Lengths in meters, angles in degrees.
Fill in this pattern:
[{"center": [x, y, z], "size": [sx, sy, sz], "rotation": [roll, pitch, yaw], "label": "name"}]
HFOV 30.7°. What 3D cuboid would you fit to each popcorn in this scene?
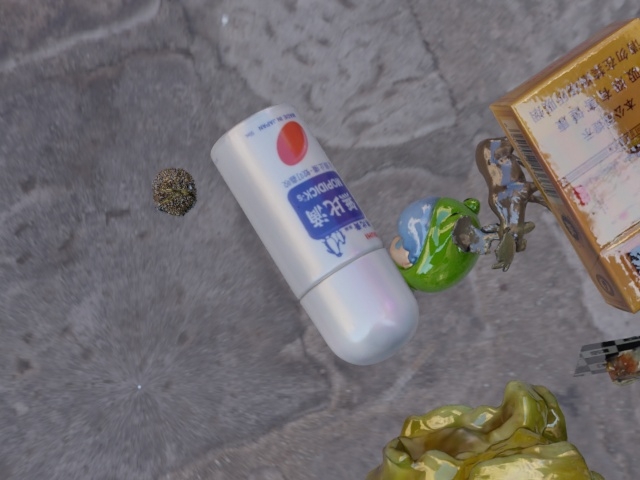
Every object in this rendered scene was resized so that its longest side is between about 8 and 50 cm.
[{"center": [0.176, 0.319, 1.216], "size": [0.292, 0.334, 0.293], "rotation": [-16, 121, -11], "label": "popcorn"}]

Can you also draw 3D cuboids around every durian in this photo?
[{"center": [-0.233, -0.079, 1.837], "size": [0.080, 0.091, 0.080], "rotation": [-14, 121, -26], "label": "durian"}]

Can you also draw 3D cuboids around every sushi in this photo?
[{"center": [0.402, 0.141, 1.335], "size": [0.210, 0.193, 0.040], "rotation": [-10, 71, 6], "label": "sushi"}]

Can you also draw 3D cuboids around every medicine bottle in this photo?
[{"center": [0.000, 0.000, 1.468], "size": [0.130, 0.130, 0.341], "rotation": [-29, 80, -11], "label": "medicine bottle"}]

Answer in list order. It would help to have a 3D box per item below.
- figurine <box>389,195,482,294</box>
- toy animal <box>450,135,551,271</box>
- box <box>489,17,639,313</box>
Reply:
[{"center": [0.157, 0.034, 1.872], "size": [0.143, 0.162, 0.263], "rotation": [45, 117, 7], "label": "figurine"}, {"center": [0.280, -0.057, 1.767], "size": [0.186, 0.094, 0.214], "rotation": [-11, 70, -26], "label": "toy animal"}, {"center": [0.332, -0.082, 1.283], "size": [0.174, 0.076, 0.274], "rotation": [-34, 102, -6], "label": "box"}]
